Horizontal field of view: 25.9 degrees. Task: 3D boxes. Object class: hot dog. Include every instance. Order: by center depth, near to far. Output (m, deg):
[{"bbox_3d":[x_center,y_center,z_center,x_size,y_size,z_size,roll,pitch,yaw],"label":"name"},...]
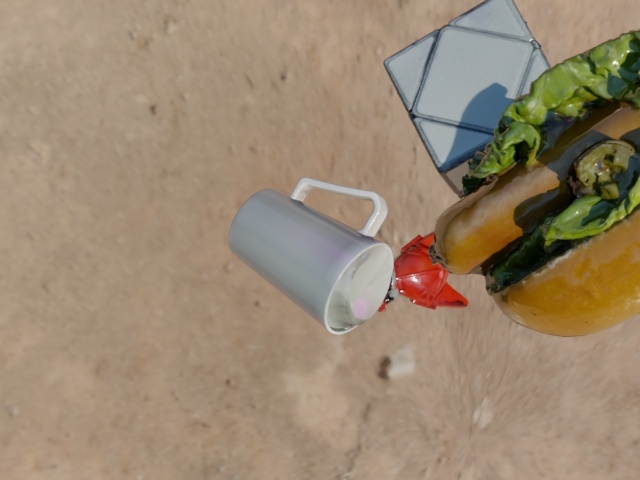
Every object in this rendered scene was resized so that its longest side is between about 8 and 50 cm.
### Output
[{"bbox_3d":[0.197,-0.063,0.687,0.337,0.100,0.135,-33,60,20],"label":"hot dog"}]

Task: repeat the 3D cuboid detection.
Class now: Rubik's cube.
[{"bbox_3d":[0.239,-0.189,1.968,0.207,0.205,0.205,-28,65,12],"label":"Rubik's cube"}]

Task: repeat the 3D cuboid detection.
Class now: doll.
[{"bbox_3d":[0.115,0.044,1.751,0.057,0.169,0.109,-15,85,48],"label":"doll"}]

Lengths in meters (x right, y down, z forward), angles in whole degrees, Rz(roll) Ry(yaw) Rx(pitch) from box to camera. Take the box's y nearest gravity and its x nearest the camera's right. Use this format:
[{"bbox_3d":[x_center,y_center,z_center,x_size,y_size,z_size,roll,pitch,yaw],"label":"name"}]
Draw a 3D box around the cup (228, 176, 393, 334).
[{"bbox_3d":[0.000,0.000,1.038,0.116,0.074,0.104,33,96,30],"label":"cup"}]
